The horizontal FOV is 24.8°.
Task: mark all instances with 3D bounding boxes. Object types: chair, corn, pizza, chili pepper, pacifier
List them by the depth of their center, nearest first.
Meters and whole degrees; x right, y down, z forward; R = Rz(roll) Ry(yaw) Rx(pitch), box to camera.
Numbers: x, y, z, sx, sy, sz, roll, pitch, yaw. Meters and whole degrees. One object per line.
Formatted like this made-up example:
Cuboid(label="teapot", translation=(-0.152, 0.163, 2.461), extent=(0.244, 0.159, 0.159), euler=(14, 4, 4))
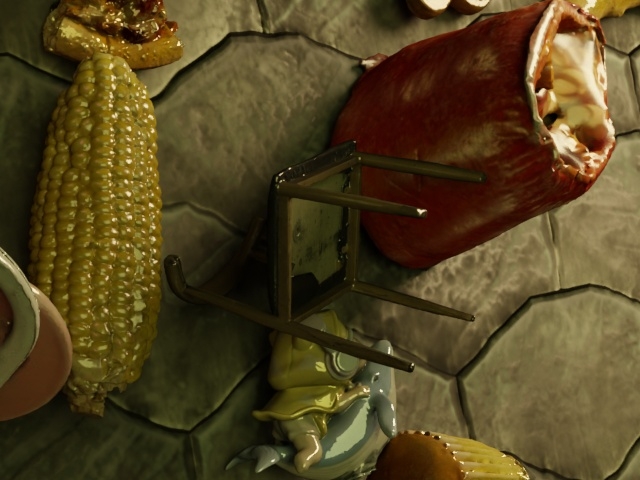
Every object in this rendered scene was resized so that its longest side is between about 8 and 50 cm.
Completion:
Cuboid(label="pacifier", translation=(-0.367, 0.044, 1.250), extent=(0.332, 0.273, 0.220), euler=(31, 95, -23))
Cuboid(label="corn", translation=(-0.214, -0.005, 1.387), extent=(0.130, 0.130, 0.347), euler=(9, 74, -27))
Cuboid(label="chair", translation=(0.000, 0.000, 1.398), extent=(0.188, 0.272, 0.166), euler=(-30, 126, -60))
Cuboid(label="pizza", translation=(-0.200, -0.268, 1.465), extent=(0.154, 0.069, 0.194), euler=(2, 83, -28))
Cuboid(label="chili pepper", translation=(0.183, -0.115, 1.523), extent=(0.229, 0.305, 0.251), euler=(52, 53, -18))

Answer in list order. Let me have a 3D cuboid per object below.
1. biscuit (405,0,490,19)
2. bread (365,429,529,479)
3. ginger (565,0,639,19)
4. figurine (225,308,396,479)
Cuboid(label="biscuit", translation=(0.126, -0.370, 1.675), extent=(0.179, 0.039, 0.236), euler=(-9, 86, -36))
Cuboid(label="bread", translation=(0.117, 0.321, 1.485), extent=(0.133, 0.179, 0.250), euler=(10, 87, -36))
Cuboid(label="ginger", translation=(0.395, -0.313, 1.800), extent=(0.298, 0.065, 0.118), euler=(-24, 80, -31))
Cuboid(label="figurine", translation=(-0.005, 0.165, 1.474), extent=(0.208, 0.128, 0.184), euler=(-34, 96, -24))
